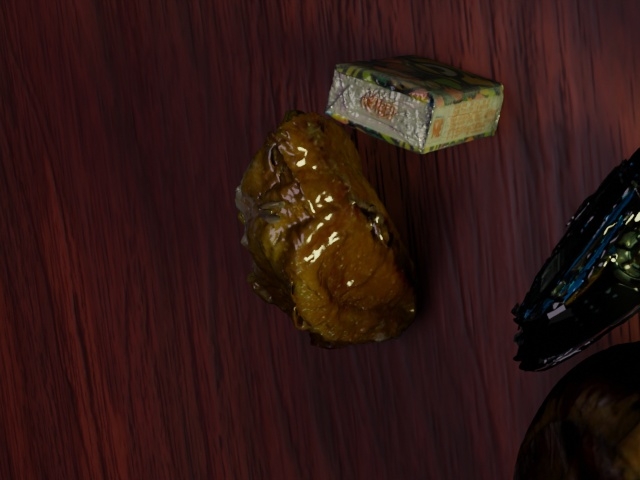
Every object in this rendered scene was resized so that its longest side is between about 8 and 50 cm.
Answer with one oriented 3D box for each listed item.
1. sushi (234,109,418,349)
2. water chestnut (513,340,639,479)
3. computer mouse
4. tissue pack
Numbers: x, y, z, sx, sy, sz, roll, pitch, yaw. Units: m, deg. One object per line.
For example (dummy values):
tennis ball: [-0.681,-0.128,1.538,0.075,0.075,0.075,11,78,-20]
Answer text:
sushi: [0.000,-0.003,0.905,0.167,0.296,0.179,-48,49,-6]
water chestnut: [0.305,0.202,0.730,0.300,0.300,0.300,7,102,33]
computer mouse: [0.245,0.022,0.792,0.077,0.146,0.241,34,114,3]
tissue pack: [0.090,-0.128,0.852,0.109,0.148,0.060,24,115,28]
